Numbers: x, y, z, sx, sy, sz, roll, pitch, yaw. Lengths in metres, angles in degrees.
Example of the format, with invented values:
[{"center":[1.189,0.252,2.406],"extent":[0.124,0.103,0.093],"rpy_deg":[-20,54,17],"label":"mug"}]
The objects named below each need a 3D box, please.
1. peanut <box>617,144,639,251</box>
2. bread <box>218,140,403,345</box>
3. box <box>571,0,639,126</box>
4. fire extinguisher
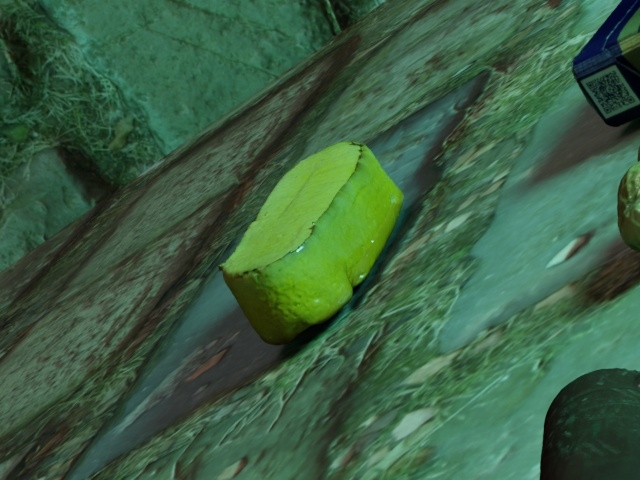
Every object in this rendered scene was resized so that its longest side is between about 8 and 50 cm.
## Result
[{"center":[0.214,-0.033,1.071],"extent":[0.054,0.054,0.113],"rpy_deg":[-30,19,37],"label":"peanut"},{"center":[0.000,0.000,1.498],"extent":[0.102,0.094,0.245],"rpy_deg":[-22,20,28],"label":"bread"},{"center":[0.322,-0.188,1.271],"extent":[0.259,0.071,0.168],"rpy_deg":[-26,17,47],"label":"box"},{"center":[0.126,0.140,0.678],"extent":[0.089,0.072,0.267],"rpy_deg":[2,23,10],"label":"fire extinguisher"}]
